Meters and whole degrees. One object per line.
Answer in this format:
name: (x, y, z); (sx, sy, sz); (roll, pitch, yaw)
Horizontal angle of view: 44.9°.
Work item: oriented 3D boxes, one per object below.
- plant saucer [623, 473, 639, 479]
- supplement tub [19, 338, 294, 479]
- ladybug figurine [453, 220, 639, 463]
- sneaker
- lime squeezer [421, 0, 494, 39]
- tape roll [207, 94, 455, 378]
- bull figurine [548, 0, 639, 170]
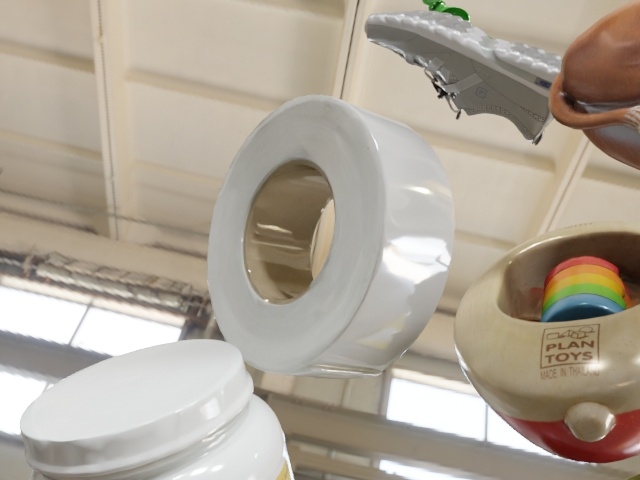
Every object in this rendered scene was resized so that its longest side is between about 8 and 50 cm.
plant saucer: (0.301, 0.336, 0.901); (0.241, 0.037, 0.241); (-25, -20, -9)
supplement tub: (-0.126, 0.270, 0.696); (0.228, 0.228, 0.316); (-8, -77, 20)
ladybug figurine: (0.317, 0.113, 0.909); (0.305, 0.449, 0.162); (-9, -73, 26)
sneaker: (0.169, -0.207, 0.965); (0.281, 0.105, 0.115); (29, -59, 23)
lime squeezer: (0.214, -0.415, 1.331); (0.059, 0.110, 0.310); (-37, -85, 0)
tape roll: (0.000, 0.000, 0.801); (0.100, 0.286, 0.286); (13, -38, -40)
bull figurine: (0.264, -0.116, 0.354); (0.310, 0.188, 0.101); (-33, -53, 15)
